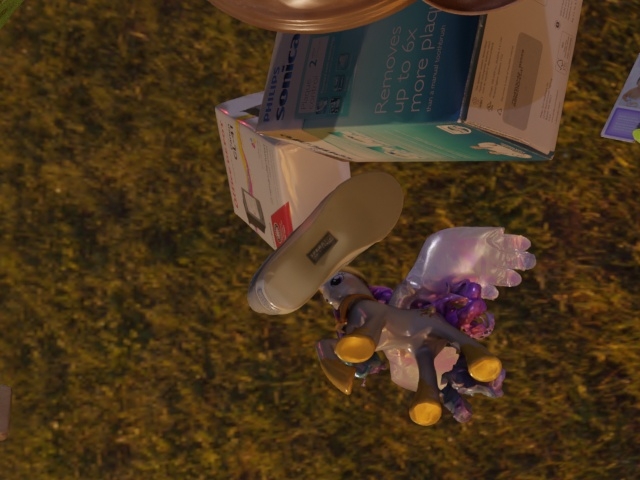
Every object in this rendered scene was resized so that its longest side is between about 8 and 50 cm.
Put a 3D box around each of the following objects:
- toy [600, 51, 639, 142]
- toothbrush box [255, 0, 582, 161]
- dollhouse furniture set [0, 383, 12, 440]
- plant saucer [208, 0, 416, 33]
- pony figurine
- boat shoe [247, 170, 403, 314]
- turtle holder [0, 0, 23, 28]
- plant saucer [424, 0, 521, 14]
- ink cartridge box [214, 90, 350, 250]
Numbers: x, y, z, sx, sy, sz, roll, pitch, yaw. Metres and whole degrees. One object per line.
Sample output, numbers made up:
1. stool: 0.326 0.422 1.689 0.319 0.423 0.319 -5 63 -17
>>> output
1. toy: 0.444 -0.225 1.249 0.137 0.056 0.237 17 78 39
2. toothbrush box: 0.088 -0.191 0.963 0.296 0.126 0.216 7 83 53
3. dollhouse furniture set: -0.322 0.267 0.785 0.197 0.151 0.301 -113 40 -59
4. plant saucer: 0.002 -0.292 0.780 0.278 0.041 0.277 -4 75 14
5. pony figurine: 0.143 0.128 1.509 0.363 0.351 0.302 -108 29 -69
6. boat shoe: 0.000 0.001 1.150 0.079 0.227 0.081 53 151 -9
7. turtle holder: -0.431 -0.350 1.219 0.243 0.320 0.227 -42 102 14
8. plant saucer: 0.112 -0.240 0.698 0.168 0.169 0.029 -64 34 19
9. ink cartridge box: -0.062 -0.114 1.763 0.306 0.131 0.226 36 139 59
